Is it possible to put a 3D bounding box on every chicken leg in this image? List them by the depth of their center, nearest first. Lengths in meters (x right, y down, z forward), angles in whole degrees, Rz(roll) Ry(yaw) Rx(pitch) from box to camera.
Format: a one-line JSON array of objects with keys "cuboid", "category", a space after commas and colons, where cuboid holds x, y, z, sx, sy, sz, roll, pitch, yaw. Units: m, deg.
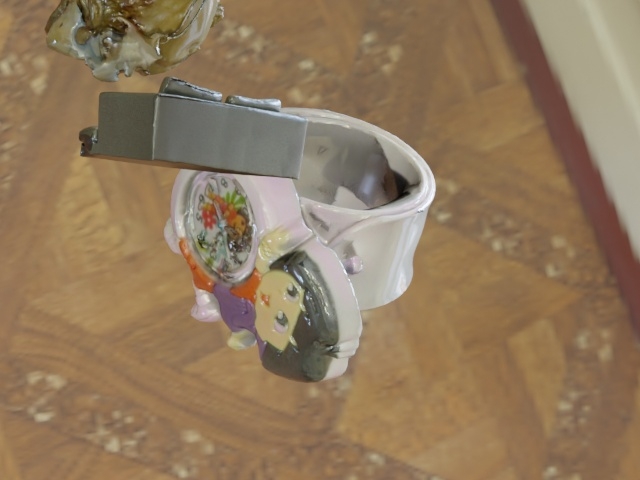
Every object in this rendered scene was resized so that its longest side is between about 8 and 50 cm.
[{"cuboid": [-0.108, -0.180, 1.049, 0.125, 0.080, 0.196, -24, 123, -27], "category": "chicken leg"}]

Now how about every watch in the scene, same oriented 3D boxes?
[{"cuboid": [0.000, 0.000, 1.752, 0.231, 0.244, 0.196, -18, 135, -45], "category": "watch"}]

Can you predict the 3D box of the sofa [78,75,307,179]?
[{"cuboid": [-0.090, -0.080, 1.331, 0.147, 0.085, 0.060, 5, 90, -45], "category": "sofa"}]
